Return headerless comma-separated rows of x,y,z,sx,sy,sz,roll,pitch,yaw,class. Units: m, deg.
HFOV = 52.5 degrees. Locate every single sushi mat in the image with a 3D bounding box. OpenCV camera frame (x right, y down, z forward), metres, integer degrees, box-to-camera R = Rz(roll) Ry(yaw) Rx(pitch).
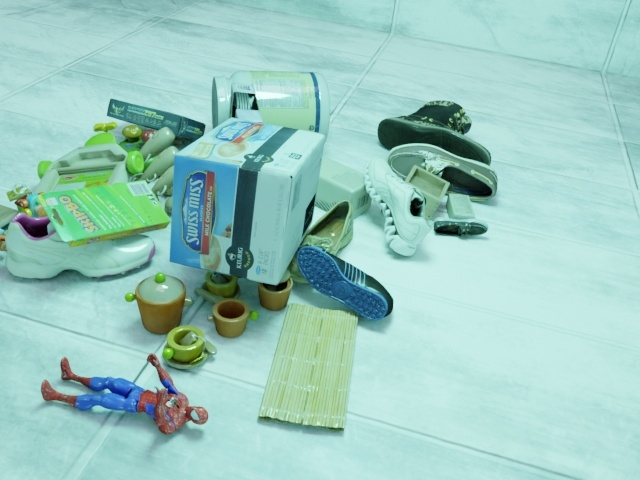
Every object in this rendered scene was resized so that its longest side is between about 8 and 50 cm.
-0.014,0.230,1.233,0.151,0.019,0.317,10,34,2,sushi mat

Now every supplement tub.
-0.152,-0.383,1.929,0.324,0.236,0.235,-3,35,-14,supplement tub

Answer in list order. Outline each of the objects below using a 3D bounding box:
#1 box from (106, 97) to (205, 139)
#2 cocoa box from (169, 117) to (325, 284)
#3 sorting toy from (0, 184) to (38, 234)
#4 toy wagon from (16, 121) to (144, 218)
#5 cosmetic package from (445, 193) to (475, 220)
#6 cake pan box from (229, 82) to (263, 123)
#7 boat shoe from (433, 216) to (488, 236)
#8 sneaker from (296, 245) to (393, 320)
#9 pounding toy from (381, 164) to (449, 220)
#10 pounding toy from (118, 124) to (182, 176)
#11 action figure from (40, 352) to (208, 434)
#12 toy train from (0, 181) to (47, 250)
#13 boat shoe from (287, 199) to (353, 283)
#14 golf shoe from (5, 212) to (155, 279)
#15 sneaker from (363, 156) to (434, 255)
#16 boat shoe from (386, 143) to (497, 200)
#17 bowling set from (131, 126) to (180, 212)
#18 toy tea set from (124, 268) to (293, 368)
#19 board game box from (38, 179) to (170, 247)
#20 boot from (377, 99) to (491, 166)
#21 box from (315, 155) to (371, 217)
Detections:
-0.479,-0.355,1.914,0.232,0.059,0.183,15,7,10,box
-0.144,-0.097,1.352,0.227,0.232,0.347,12,24,6,cocoa box
-0.737,-0.029,1.431,0.132,0.046,0.274,14,45,35,sorting toy
-0.564,-0.162,1.580,0.267,0.068,0.345,-4,45,13,toy wagon
0.376,-0.079,1.749,0.060,0.041,0.115,7,34,-1,cosmetic package
-0.202,-0.252,1.699,0.070,0.267,0.246,0,36,-15,cake pan box
0.360,-0.029,1.671,0.142,0.049,0.040,5,39,8,boat shoe
0.054,0.089,1.387,0.232,0.081,0.090,37,15,14,sneaker
0.256,-0.116,1.752,0.130,0.100,0.141,28,39,6,pounding toy
-0.495,-0.281,1.826,0.182,0.110,0.237,6,34,-2,pounding toy
-0.316,0.236,1.070,0.280,0.139,0.091,14,35,6,action figure
-0.645,-0.037,1.399,0.046,0.166,0.125,23,-4,24,toy train
0.000,0.000,1.516,0.104,0.089,0.285,17,35,14,boat shoe
-0.506,0.002,1.376,0.306,0.140,0.115,-4,34,-19,golf shoe
0.197,-0.106,1.615,0.110,0.118,0.292,8,48,-37,sneaker
0.344,-0.190,1.849,0.324,0.117,0.097,16,31,3,boat shoe
-0.368,-0.135,1.639,0.154,0.200,0.287,-40,34,9,bowling set
-0.208,0.103,1.290,0.200,0.124,0.336,31,40,31,toy tea set
-0.455,-0.060,1.377,0.259,0.039,0.124,-14,63,-51,board game box
0.405,-0.334,2.062,0.377,0.138,0.284,21,36,30,boot
0.003,-0.160,1.753,0.275,0.094,0.113,28,39,29,box
